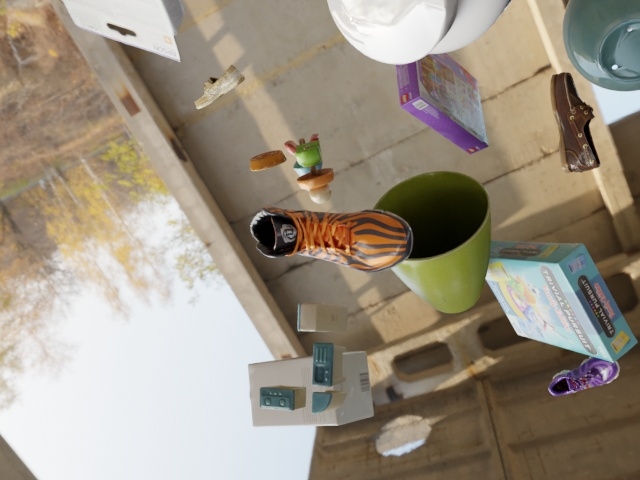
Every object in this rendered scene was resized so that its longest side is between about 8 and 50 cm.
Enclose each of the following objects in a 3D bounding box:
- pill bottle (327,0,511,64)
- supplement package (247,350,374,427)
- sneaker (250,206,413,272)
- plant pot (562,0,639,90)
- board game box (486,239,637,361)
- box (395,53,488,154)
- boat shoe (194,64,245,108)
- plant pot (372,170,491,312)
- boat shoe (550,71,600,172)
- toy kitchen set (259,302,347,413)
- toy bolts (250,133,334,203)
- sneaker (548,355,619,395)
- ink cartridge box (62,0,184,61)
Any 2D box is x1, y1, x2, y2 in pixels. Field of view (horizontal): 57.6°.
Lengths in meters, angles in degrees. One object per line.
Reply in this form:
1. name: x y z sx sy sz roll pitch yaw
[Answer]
1. pill bottle: 0.142 -0.320 0.607 0.181 0.181 0.323 -8 -145 51
2. supplement package: -0.030 0.404 1.579 0.293 0.177 0.175 -14 167 35
3. sneaker: 0.000 0.000 1.084 0.321 0.124 0.180 2 -178 37
4. plant pot: 0.668 -0.438 1.244 0.290 0.290 0.195 -17 -153 36
5. board game box: 0.526 0.127 1.354 0.079 0.253 0.336 -35 -171 -12
6. box: 0.283 -0.345 1.356 0.057 0.293 0.201 -21 -120 39
7. boat shoe: -0.280 -0.415 1.564 0.170 0.059 0.063 -26 -160 26
8. plant pot: 0.286 0.036 1.381 0.275 0.293 0.274 -15 -137 15
9. boat shoe: 0.519 -0.241 1.175 0.073 0.207 0.073 -21 -170 -41
10. toy kitchen set: -0.048 0.229 1.141 0.166 0.207 0.122 -4 168 31
11. toy bolts: -0.064 -0.184 1.602 0.218 0.158 0.228 -12 -161 11
12. sneaker: 0.595 0.315 1.316 0.071 0.068 0.170 -13 155 -49
13. ink cartridge box: -0.315 -0.389 0.862 0.045 0.223 0.224 -62 165 -23
